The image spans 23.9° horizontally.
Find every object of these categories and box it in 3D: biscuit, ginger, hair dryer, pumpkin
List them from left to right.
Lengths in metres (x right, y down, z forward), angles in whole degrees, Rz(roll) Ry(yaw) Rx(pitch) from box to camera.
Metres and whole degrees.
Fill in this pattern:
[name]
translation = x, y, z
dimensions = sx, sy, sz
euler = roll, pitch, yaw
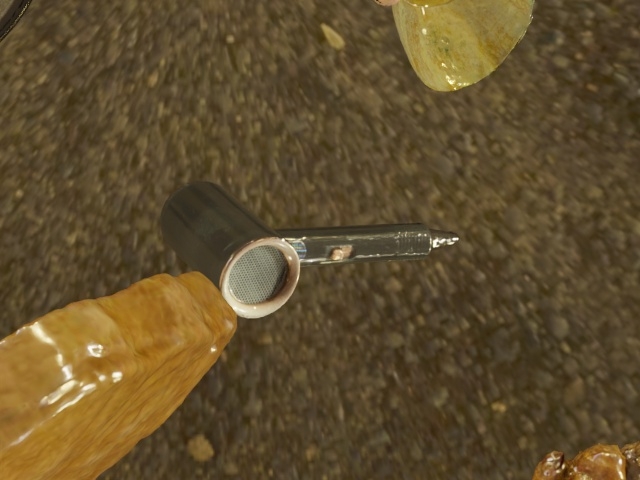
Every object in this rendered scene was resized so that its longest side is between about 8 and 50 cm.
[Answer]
[biscuit]
translation = -0.141, 0.104, 0.599
dimensions = 0.257, 0.273, 0.049
euler = -38, 86, 5
[hair dryer]
translation = 0.000, 0.000, 1.255
dimensions = 0.255, 0.128, 0.070
euler = -3, 116, -34
[pumpkin]
translation = 0.159, -0.310, 1.894
dimensions = 0.110, 0.217, 0.217
euler = 29, 101, -39
[ginger]
translation = 0.228, 0.237, 1.382
dimensions = 0.162, 0.103, 0.073
euler = -51, 60, 16

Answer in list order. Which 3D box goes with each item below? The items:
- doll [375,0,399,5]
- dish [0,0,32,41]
[doll]
translation = 0.010, -0.314, 1.648
dimensions = 0.303, 0.201, 0.156
euler = -14, 120, 28
[dish]
translation = -0.362, -0.268, 1.204
dimensions = 0.303, 0.120, 0.303
euler = -14, 121, -25
